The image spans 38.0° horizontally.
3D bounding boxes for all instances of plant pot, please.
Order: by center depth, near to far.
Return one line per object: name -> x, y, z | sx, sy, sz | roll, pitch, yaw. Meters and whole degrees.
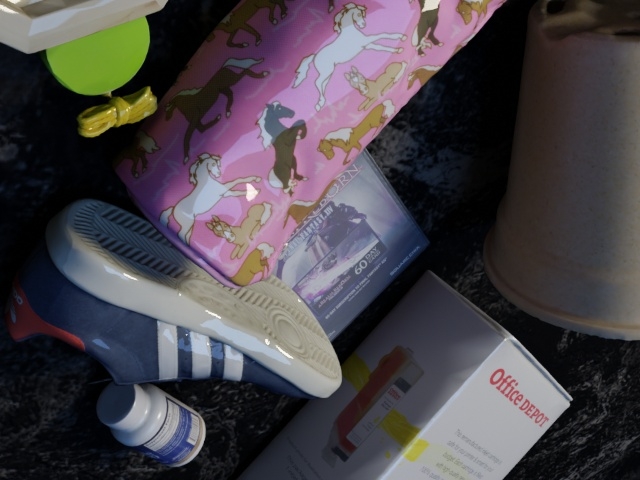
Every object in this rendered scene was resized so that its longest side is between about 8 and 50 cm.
plant pot -> 0.340, -0.112, 1.019 | 0.333, 0.334, 0.306 | -24, 124, -25

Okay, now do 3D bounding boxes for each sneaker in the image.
sneaker -> -0.134, 0.089, 0.881 | 0.350, 0.131, 0.148 | 31, 115, -35

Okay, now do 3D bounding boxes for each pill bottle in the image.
pill bottle -> -0.178, 0.189, 0.972 | 0.067, 0.067, 0.120 | -45, 140, -2

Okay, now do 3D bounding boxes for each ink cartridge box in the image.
ink cartridge box -> 0.114, 0.267, 1.219 | 0.385, 0.160, 0.279 | -47, 141, 1

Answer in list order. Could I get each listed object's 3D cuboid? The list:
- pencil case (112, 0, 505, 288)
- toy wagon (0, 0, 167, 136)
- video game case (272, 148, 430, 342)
pencil case -> 0.002, -0.144, 0.788 | 0.386, 0.160, 0.167 | -49, 162, 2
toy wagon -> -0.181, -0.229, 0.628 | 0.267, 0.068, 0.345 | -26, 136, -23
video game case -> 0.000, 0.000, 1.007 | 0.196, 0.026, 0.274 | -45, 141, -3
